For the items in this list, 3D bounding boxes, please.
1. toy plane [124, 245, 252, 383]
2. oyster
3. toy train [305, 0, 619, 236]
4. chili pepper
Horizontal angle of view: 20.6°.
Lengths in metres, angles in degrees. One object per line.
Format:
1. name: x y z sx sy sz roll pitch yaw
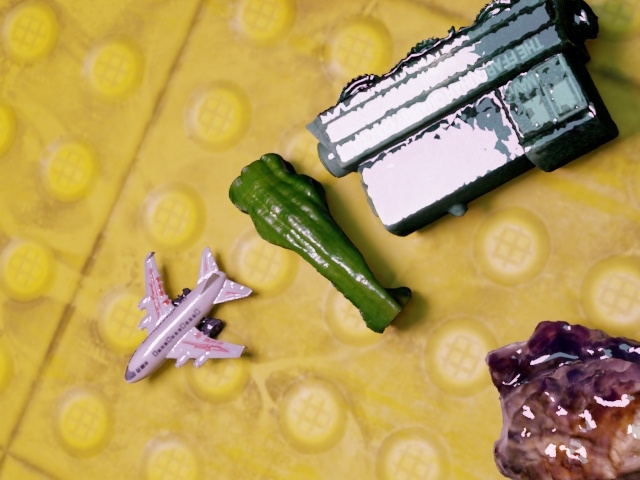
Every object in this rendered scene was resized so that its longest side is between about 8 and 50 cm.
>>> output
1. toy plane: -0.157 0.095 1.969 0.162 0.065 0.171 44 102 21
2. oyster: 0.293 0.193 1.743 0.271 0.100 0.275 -37 83 33
3. toy train: 0.155 -0.127 1.835 0.330 0.138 0.178 -29 77 17
4. chili pepper: 0.001 0.000 1.897 0.083 0.099 0.253 -48 69 9
